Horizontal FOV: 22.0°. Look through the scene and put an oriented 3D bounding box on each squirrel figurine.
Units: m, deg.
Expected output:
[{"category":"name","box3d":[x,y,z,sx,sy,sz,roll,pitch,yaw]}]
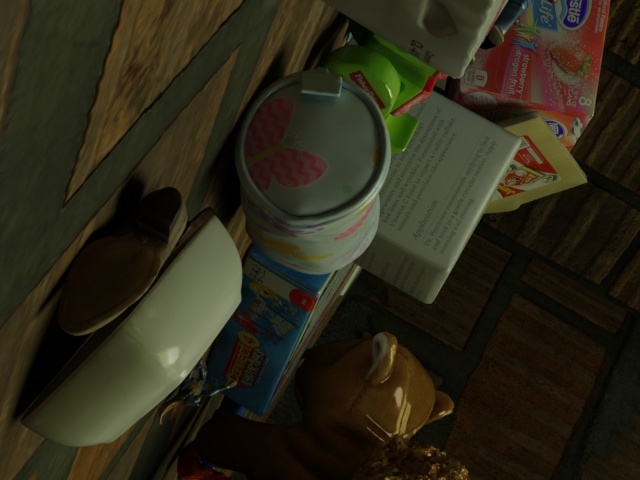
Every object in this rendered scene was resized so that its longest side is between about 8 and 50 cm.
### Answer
[{"category":"squirrel figurine","box3d":[0.037,0.297,1.904,0.370,0.397,0.281,-51,133,-14]}]

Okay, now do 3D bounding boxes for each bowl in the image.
[{"category":"bowl","box3d":[-0.107,0.063,1.011,0.142,0.053,0.142,-41,-170,38]}]

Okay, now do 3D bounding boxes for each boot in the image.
[{"category":"boot","box3d":[-0.115,0.018,0.955,0.118,0.042,0.087,-50,180,-23]}]

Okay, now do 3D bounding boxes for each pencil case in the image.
[{"category":"pencil case","box3d":[-0.004,-0.048,1.288,0.273,0.113,0.124,86,26,-83]}]

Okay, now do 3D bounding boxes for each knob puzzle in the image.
[{"category":"knob puzzle","box3d":[0.173,-0.080,1.801,0.213,0.213,0.030,112,-26,-61]}]

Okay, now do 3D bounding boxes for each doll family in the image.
[{"category":"doll family","box3d":[0.146,-0.231,1.583,0.111,0.193,0.076,-44,140,-30]}]

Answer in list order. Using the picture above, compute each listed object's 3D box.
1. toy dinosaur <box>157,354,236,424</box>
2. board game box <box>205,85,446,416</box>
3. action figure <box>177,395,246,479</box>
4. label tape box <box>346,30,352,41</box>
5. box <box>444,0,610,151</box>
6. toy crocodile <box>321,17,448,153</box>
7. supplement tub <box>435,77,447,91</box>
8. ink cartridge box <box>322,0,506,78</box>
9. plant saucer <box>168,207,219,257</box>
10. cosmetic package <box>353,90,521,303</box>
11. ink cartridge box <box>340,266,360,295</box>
[{"category":"toy dinosaur","box3d":[-0.136,0.148,1.709,0.090,0.047,0.082,-26,-179,-6]},{"category":"board game box","box3d":[0.000,0.000,1.828,0.308,0.086,0.302,-57,175,-33]},{"category":"action figure","box3d":[-0.087,0.240,2.108,0.280,0.139,0.091,-58,-173,6]},{"category":"label tape box","box3d":[0.166,-0.325,1.441,0.333,0.106,0.240,-57,174,-32]},{"category":"box","box3d":[0.235,-0.258,1.820,0.142,0.154,0.300,106,-5,-71]},{"category":"toy crocodile","box3d":[0.090,-0.182,1.308,0.340,0.105,0.115,-51,-169,48]},{"category":"supplement tub","box3d":[0.214,-0.188,2.095,0.228,0.228,0.316,-60,175,4]},{"category":"ink cartridge box","box3d":[0.122,-0.283,1.051,0.306,0.131,0.226,-58,176,-9]},{"category":"plant saucer","box3d":[-0.119,0.069,1.264,0.198,0.036,0.198,-58,175,-7]},{"category":"cosmetic package","box3d":[0.068,-0.058,1.569,0.151,0.184,0.151,-59,175,-13]},{"category":"ink cartridge box","box3d":[0.053,-0.034,2.235,0.190,0.082,0.139,-62,176,13]}]
